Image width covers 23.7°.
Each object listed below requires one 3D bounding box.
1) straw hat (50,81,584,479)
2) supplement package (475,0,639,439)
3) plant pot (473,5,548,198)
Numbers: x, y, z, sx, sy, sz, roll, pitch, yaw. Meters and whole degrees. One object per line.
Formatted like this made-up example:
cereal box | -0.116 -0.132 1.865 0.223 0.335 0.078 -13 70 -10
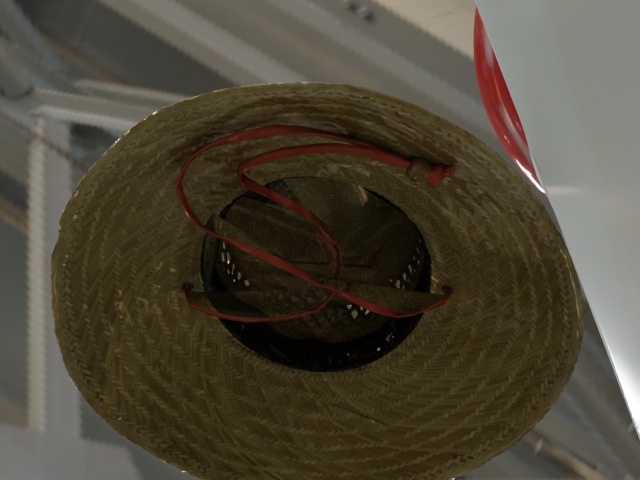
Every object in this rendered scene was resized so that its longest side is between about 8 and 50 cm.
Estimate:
straw hat | 0.000 0.000 0.403 0.144 0.061 0.144 1 -49 1
supplement package | 0.193 -0.055 0.355 0.199 0.198 0.262 68 -19 -10
plant pot | 0.159 -0.086 0.668 0.191 0.174 0.191 2 -83 19
